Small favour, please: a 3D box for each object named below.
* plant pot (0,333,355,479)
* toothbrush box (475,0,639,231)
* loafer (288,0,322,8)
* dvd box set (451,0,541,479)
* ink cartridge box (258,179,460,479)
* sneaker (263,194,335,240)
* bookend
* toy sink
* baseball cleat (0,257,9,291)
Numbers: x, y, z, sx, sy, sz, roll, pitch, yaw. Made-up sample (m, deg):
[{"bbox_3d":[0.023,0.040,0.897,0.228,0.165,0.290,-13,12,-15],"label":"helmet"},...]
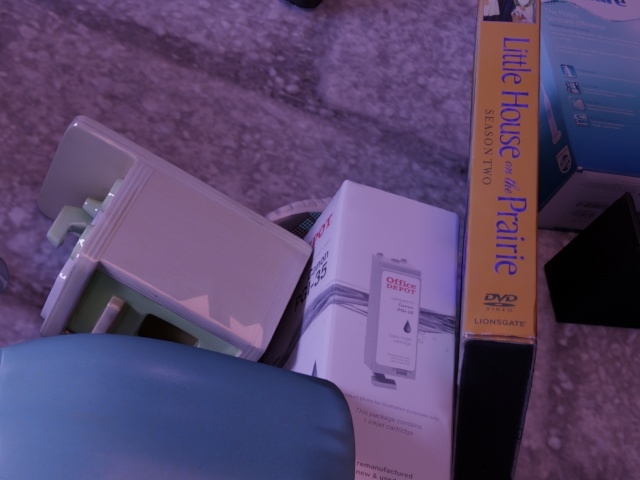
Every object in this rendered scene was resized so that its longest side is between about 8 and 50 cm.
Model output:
[{"bbox_3d":[-0.145,0.197,0.870,0.235,0.293,0.293,22,53,-17],"label":"plant pot"},{"bbox_3d":[0.323,-0.162,1.445,0.216,0.126,0.296,5,59,-23],"label":"toothbrush box"},{"bbox_3d":[0.017,-0.359,1.448,0.080,0.078,0.220,27,52,-9],"label":"loafer"},{"bbox_3d":[0.163,-0.008,1.162,0.062,0.308,0.421,4,54,6],"label":"dvd box set"},{"bbox_3d":[0.022,0.124,1.064,0.117,0.207,0.283,17,54,-15],"label":"ink cartridge box"},{"bbox_3d":[0.000,0.000,1.226,0.166,0.065,0.076,-14,72,-31],"label":"sneaker"},{"bbox_3d":[0.348,0.027,1.319,0.156,0.157,0.072,6,59,-23],"label":"bookend"},{"bbox_3d":[-0.154,0.029,1.073,0.234,0.153,0.131,31,52,-7],"label":"toy sink"},{"bbox_3d":[-0.353,-0.027,1.060,0.205,0.072,0.109,23,52,-13],"label":"baseball cleat"}]
